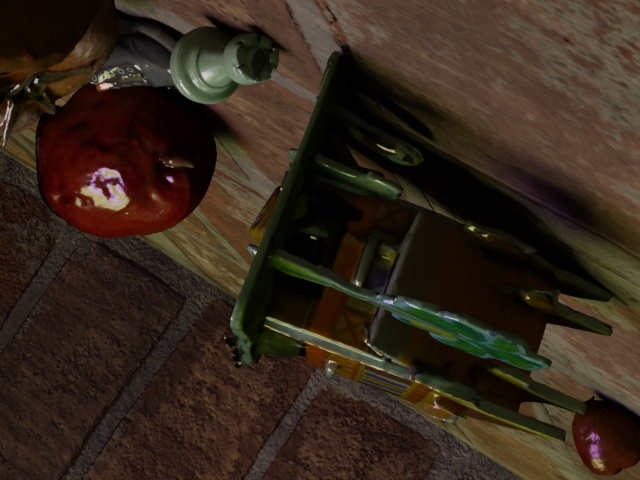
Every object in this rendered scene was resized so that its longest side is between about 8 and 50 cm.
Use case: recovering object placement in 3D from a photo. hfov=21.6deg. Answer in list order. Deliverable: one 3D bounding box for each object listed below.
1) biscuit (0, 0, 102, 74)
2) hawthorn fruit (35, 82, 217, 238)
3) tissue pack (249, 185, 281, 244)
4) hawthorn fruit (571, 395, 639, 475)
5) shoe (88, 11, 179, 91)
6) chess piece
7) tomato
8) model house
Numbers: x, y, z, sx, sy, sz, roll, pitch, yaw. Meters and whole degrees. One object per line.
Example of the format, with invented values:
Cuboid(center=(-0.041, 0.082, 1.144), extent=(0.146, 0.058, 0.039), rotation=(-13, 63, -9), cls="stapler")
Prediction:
Cuboid(center=(-0.274, -0.234, 1.200), extent=(0.296, 0.075, 0.296), rotation=(29, -145, -23), cls="biscuit")
Cuboid(center=(-0.207, -0.095, 1.869), extent=(0.189, 0.189, 0.251), rotation=(38, 157, -25), cls="hawthorn fruit")
Cuboid(center=(0.000, 0.000, 1.880), extent=(0.120, 0.082, 0.169), rotation=(38, 171, -16), cls="tissue pack")
Cuboid(center=(0.325, 0.219, 1.915), extent=(0.093, 0.081, 0.081), rotation=(64, 172, 4), cls="hawthorn fruit")
Cuboid(center=(-0.187, -0.173, 1.644), extent=(0.194, 0.077, 0.074), rotation=(27, 168, 44), cls="shoe")
Cuboid(center=(-0.078, -0.152, 1.423), extent=(0.067, 0.067, 0.103), rotation=(39, 161, -26), cls="chess piece")
Cuboid(center=(-0.262, -0.199, 1.505), extent=(0.214, 0.155, 0.180), rotation=(54, -165, -78), cls="tomato")
Cuboid(center=(0.102, 0.026, 1.394), extent=(0.313, 0.242, 0.357), rotation=(18, 169, 3), cls="model house")
